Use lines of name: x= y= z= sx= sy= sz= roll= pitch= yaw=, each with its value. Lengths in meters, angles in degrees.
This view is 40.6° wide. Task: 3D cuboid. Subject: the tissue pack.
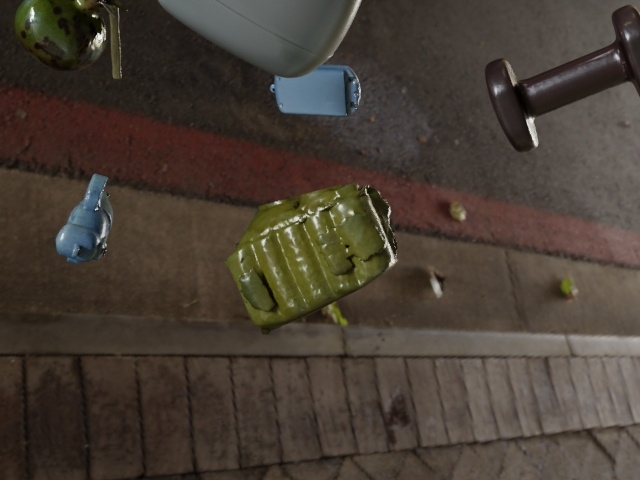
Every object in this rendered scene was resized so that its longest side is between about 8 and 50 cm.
tissue pack: x=-0.110 y=-0.422 z=1.435 sx=0.333 sy=0.236 sz=0.229 roll=28 pitch=36 yaw=-15

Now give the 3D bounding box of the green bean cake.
green bean cake: x=0.000 y=0.000 z=1.504 sx=0.202 sy=0.285 sz=0.310 roll=64 pitch=14 yaw=-1

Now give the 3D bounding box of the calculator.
calculator: x=-0.013 y=-0.337 z=1.938 sx=0.039 sy=0.210 sz=0.121 roll=-62 pitch=153 yaw=-55

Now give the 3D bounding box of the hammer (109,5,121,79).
hammer: x=-0.411 y=-0.407 z=1.716 sx=0.062 sy=0.198 sz=0.013 roll=14 pitch=44 yaw=3

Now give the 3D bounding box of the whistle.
whistle: x=-0.458 y=-0.032 z=1.701 sx=0.093 sy=0.180 sz=0.269 roll=18 pitch=21 yaw=-15

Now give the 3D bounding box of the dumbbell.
dumbbell: x=0.348 y=-0.219 z=1.187 sx=0.140 sy=0.225 sz=0.124 roll=65 pitch=20 yaw=-9

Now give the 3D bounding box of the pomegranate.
pomegranate: x=-0.390 y=-0.345 z=1.356 sx=0.148 sy=0.169 sz=0.148 roll=59 pitch=4 yaw=-7
